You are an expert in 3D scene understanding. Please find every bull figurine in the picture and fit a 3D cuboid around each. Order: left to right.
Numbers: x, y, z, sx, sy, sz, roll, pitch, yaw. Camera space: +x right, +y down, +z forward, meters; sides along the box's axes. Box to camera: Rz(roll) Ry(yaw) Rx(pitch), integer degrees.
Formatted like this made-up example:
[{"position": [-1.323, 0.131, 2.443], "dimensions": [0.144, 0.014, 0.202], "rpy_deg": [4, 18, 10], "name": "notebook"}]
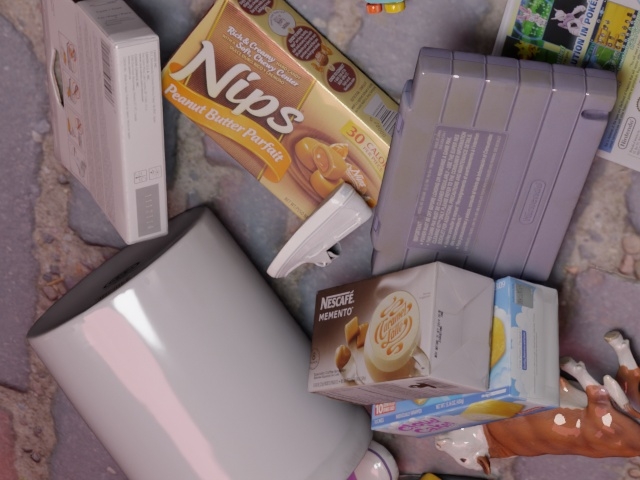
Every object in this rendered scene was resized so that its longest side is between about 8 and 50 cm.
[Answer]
[{"position": [0.289, 0.219, 1.785], "dimensions": [0.310, 0.101, 0.188], "rpy_deg": [-5, 116, 29], "name": "bull figurine"}]

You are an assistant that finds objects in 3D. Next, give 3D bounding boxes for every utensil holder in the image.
[{"position": [-0.166, 0.192, 1.855], "dimensions": [0.327, 0.327, 0.385], "rpy_deg": [-27, 104, 36], "name": "utensil holder"}]

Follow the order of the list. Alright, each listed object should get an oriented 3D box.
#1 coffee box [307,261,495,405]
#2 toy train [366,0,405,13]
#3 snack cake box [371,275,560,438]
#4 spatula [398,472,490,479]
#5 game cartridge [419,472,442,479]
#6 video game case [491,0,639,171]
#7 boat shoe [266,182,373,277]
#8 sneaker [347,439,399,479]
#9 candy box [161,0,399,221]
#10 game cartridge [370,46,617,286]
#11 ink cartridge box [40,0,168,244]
[{"position": [0.096, 0.121, 1.680], "dimensions": [0.098, 0.141, 0.246], "rpy_deg": [17, 162, -32], "name": "coffee box"}, {"position": [0.089, -0.339, 1.554], "dimensions": [0.125, 0.046, 0.166], "rpy_deg": [45, 126, -5], "name": "toy train"}, {"position": [0.180, 0.153, 1.715], "dimensions": [0.089, 0.152, 0.264], "rpy_deg": [15, 156, -33], "name": "snack cake box"}, {"position": [0.127, 0.357, 2.000], "dimensions": [0.296, 0.030, 0.084], "rpy_deg": [-3, 117, 28], "name": "spatula"}, {"position": [0.184, 0.511, 2.039], "dimensions": [0.285, 0.053, 0.324], "rpy_deg": [34, 132, -7], "name": "game cartridge"}, {"position": [0.353, -0.233, 1.499], "dimensions": [0.300, 0.036, 0.329], "rpy_deg": [22, 129, 12], "name": "video game case"}, {"position": [0.000, 0.000, 1.704], "dimensions": [0.063, 0.066, 0.184], "rpy_deg": [41, 124, -4], "name": "boat shoe"}, {"position": [-0.024, 0.373, 1.979], "dimensions": [0.282, 0.161, 0.102], "rpy_deg": [-16, 104, 40], "name": "sneaker"}, {"position": [-0.037, -0.162, 1.700], "dimensions": [0.316, 0.087, 0.183], "rpy_deg": [42, 129, -5], "name": "candy box"}, {"position": [0.189, -0.071, 1.594], "dimensions": [0.230, 0.068, 0.355], "rpy_deg": [11, 138, -1], "name": "game cartridge"}, {"position": [-0.287, -0.184, 1.792], "dimensions": [0.261, 0.066, 0.296], "rpy_deg": [46, 143, 45], "name": "ink cartridge box"}]
